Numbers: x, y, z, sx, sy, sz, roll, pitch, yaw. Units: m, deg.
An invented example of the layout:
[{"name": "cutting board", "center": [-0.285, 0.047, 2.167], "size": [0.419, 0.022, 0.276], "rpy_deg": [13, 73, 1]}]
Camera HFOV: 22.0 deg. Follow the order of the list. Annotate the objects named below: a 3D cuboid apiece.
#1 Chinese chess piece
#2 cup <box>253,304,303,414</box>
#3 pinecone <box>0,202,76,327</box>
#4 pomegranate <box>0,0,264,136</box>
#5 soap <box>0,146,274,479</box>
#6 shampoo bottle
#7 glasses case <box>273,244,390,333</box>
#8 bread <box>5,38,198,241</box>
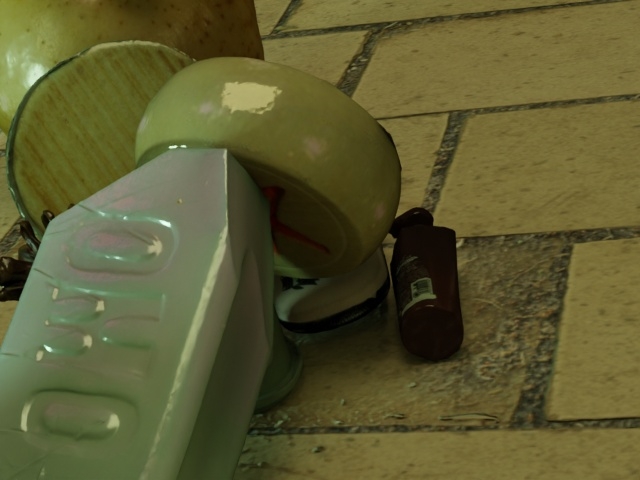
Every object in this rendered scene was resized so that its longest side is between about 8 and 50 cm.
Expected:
[{"name": "Chinese chess piece", "center": [-0.050, -0.061, 1.508], "size": [0.251, 0.251, 0.097], "rpy_deg": [5, 59, 31]}, {"name": "cup", "center": [-0.082, 0.081, 1.513], "size": [0.120, 0.141, 0.120], "rpy_deg": [-8, 27, 4]}, {"name": "pinecone", "center": [-0.217, 0.044, 1.616], "size": [0.212, 0.168, 0.185], "rpy_deg": [-14, 9, -32]}, {"name": "pomegranate", "center": [-0.247, -0.268, 1.984], "size": [0.410, 0.410, 0.410], "rpy_deg": [-10, 27, 5]}, {"name": "soap", "center": [-0.155, 0.095, 1.368], "size": [0.208, 0.115, 0.347], "rpy_deg": [4, 64, 29]}, {"name": "shampoo bottle", "center": [0.100, 0.034, 1.609], "size": [0.068, 0.067, 0.236], "rpy_deg": [-1, 27, 1]}, {"name": "glasses case", "center": [0.000, 0.000, 1.699], "size": [0.122, 0.075, 0.314], "rpy_deg": [-18, 27, 4]}, {"name": "bread", "center": [-0.213, -0.093, 1.811], "size": [0.267, 0.267, 0.040], "rpy_deg": [-14, -3, -1]}]
